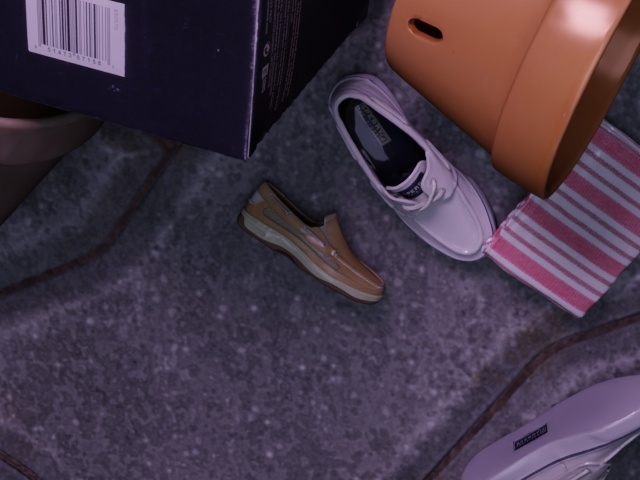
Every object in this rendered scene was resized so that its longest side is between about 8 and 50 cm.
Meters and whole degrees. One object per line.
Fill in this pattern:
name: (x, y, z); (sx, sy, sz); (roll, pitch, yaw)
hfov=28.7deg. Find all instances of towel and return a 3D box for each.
towel: (0.290, -0.024, 1.370); (0.144, 0.029, 0.197); (35, 105, -11)

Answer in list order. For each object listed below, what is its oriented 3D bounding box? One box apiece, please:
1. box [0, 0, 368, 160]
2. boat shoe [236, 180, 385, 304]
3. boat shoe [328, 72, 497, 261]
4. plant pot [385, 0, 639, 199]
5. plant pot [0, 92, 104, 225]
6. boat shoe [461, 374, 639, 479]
box: (-0.156, -0.261, 1.157); (0.343, 0.312, 0.179); (16, 126, 13)
boat shoe: (0.000, 0.000, 1.420); (0.190, 0.068, 0.072); (32, 101, -5)
boat shoe: (0.097, -0.067, 1.365); (0.095, 0.084, 0.258); (-41, 101, 20)
plant pot: (0.196, -0.212, 1.206); (0.203, 0.291, 0.291); (28, 114, 14)
plant pot: (-0.395, -0.138, 1.314); (0.323, 0.323, 0.280); (29, 128, -4)
boat shoe: (0.294, 0.251, 1.459); (0.267, 0.096, 0.088); (-35, 107, 20)
